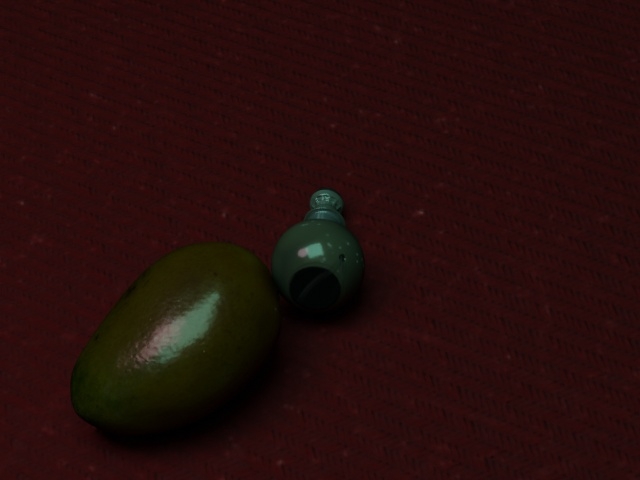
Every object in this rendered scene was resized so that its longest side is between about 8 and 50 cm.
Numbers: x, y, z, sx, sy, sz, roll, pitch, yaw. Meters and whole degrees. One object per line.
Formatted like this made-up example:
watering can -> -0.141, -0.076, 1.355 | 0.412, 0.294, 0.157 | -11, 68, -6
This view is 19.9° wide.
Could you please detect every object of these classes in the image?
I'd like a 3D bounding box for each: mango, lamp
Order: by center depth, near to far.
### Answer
mango -> -0.130, 0.097, 1.696 | 0.151, 0.120, 0.221 | 28, 66, 33
lamp -> 0.000, 0.000, 1.785 | 0.091, 0.091, 0.163 | -4, 35, 7
